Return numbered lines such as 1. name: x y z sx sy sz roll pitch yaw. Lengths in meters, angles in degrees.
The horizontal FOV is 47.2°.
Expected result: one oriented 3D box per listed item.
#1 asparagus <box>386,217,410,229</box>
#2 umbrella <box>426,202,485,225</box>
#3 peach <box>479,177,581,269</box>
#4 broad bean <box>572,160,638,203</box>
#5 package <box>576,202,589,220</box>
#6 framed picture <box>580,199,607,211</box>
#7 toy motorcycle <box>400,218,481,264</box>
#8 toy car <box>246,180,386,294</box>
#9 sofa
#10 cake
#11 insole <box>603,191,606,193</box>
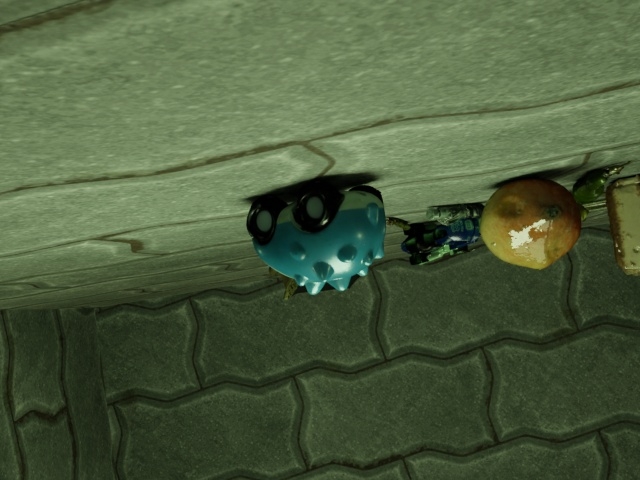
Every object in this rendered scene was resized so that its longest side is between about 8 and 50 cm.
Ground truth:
1. asparagus: 0.218 -0.046 2.042 0.024 0.025 0.248 34 -172 17
2. umbrella: 0.355 -0.069 1.896 0.188 0.050 0.046 -5 151 -34
3. peach: 0.464 -0.039 1.602 0.232 0.232 0.232 -9 174 -1
4. broad bean: 0.658 -0.129 1.754 0.098 0.056 0.318 -9 172 -1
5. package: 0.674 -0.079 2.100 0.168 0.090 0.226 -15 170 31
6. framed picture: 0.979 -0.122 2.539 0.217 0.017 0.274 -11 174 15
7. toy motorcycle: 0.379 -0.019 2.136 0.196 0.125 0.331 -2 168 -42
8. toy car: 0.000 0.000 1.313 0.255 0.190 0.188 -11 175 36
9. sofa: -0.006 0.048 2.145 0.258 0.182 0.200 -7 156 -22
10. cake: 0.920 -0.039 1.940 0.290 0.282 0.255 -9 172 22
11. insole: 0.899 -0.142 2.262 0.253 0.005 0.086 -4 172 -40
